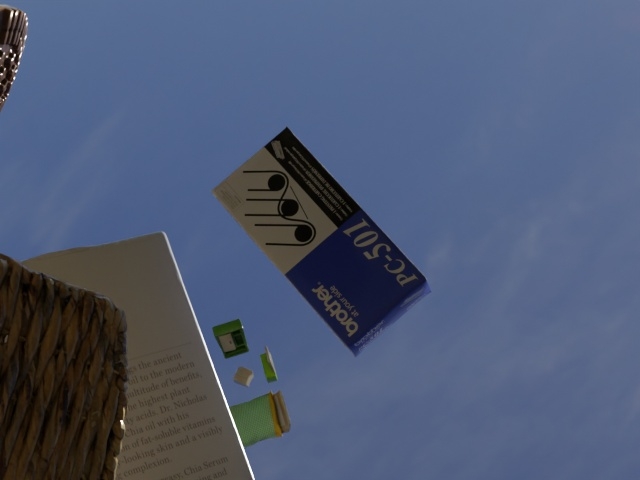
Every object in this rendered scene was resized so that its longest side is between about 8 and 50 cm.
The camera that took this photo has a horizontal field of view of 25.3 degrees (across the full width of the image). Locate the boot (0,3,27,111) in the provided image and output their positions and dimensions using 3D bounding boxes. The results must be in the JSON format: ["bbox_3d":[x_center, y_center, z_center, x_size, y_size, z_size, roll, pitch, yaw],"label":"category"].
[{"bbox_3d":[-0.186,-0.093,0.646,0.084,0.158,0.059,18,-94,6],"label":"boot"}]

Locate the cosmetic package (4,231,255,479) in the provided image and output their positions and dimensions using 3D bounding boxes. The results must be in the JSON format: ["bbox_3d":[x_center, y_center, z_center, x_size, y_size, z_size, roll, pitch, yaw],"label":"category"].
[{"bbox_3d":[-0.202,0.242,1.372,0.230,0.453,0.161,-13,168,-36],"label":"cosmetic package"}]

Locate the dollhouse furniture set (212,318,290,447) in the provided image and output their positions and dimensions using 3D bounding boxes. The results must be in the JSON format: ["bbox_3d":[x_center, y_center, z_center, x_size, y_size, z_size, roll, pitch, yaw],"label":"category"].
[{"bbox_3d":[-0.091,0.176,1.768,0.076,0.059,0.152,-17,-125,-1],"label":"dollhouse furniture set"}]

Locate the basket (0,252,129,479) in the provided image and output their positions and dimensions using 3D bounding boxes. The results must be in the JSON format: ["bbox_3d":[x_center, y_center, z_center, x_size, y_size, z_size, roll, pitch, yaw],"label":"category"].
[{"bbox_3d":[-0.296,0.161,1.176,0.223,0.213,0.299,0,-109,61],"label":"basket"}]

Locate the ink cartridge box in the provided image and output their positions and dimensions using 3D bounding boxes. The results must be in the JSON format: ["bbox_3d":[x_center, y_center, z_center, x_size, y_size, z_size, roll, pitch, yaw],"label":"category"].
[{"bbox_3d":[0.000,0.000,1.338,0.097,0.046,0.207,-41,-110,-4],"label":"ink cartridge box"}]
